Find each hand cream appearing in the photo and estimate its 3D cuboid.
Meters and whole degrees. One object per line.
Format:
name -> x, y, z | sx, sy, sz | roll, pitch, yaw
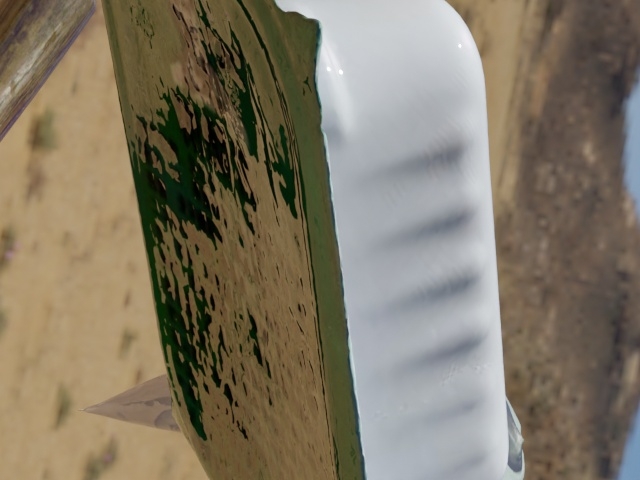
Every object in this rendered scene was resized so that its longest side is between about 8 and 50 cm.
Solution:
hand cream -> -0.081, 0.103, 1.132 | 0.142, 0.084, 0.053 | -18, -109, 51

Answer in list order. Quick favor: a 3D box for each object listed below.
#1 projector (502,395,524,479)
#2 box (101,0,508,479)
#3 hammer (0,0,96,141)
projector -> 0.039, 0.194, 1.243 | 0.256, 0.192, 0.099 | -80, 148, -56
box -> 0.000, 0.000, 0.804 | 0.264, 0.106, 0.336 | -137, -144, -55
hammer -> -0.251, -0.010, 1.080 | 0.408, 0.095, 0.242 | -57, 159, -19
